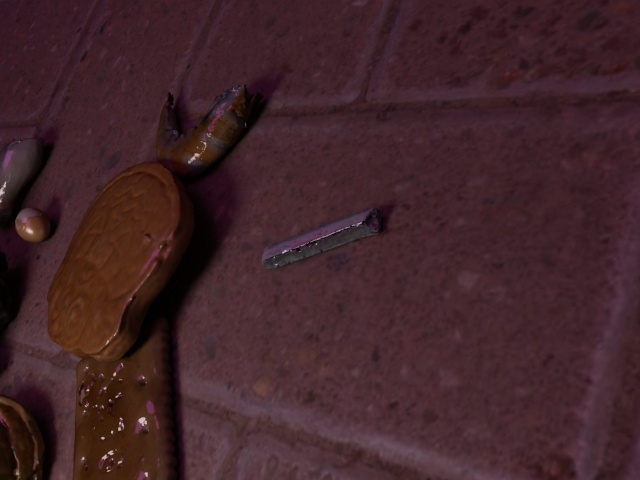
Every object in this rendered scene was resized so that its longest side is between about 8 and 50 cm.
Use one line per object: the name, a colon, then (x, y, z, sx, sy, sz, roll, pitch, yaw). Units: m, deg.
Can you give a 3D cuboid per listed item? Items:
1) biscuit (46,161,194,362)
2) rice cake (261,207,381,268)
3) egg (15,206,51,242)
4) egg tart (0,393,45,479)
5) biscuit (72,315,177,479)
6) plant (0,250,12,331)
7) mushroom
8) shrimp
biscuit: (-0.366, 0.025, 1.432, 0.385, 0.062, 0.365, 16, 77, 54)
rice cake: (0.000, -0.001, 1.194, 0.207, 0.033, 0.033, -20, 43, 29)
egg: (-0.596, -0.030, 1.698, 0.083, 0.071, 0.071, 34, 89, 43)
egg tart: (-0.603, 0.387, 1.353, 0.290, 0.115, 0.290, -6, 61, 11)
biscuit: (-0.315, 0.287, 1.280, 0.217, 0.044, 0.325, -31, 48, 25)
plant: (-0.738, 0.146, 1.607, 0.213, 0.215, 0.312, -24, 54, 24)
mushroom: (-0.693, -0.137, 1.842, 0.116, 0.093, 0.225, -4, 71, 52)
shrimp: (-0.233, -0.197, 1.506, 0.287, 0.068, 0.185, 4, 67, 52)
